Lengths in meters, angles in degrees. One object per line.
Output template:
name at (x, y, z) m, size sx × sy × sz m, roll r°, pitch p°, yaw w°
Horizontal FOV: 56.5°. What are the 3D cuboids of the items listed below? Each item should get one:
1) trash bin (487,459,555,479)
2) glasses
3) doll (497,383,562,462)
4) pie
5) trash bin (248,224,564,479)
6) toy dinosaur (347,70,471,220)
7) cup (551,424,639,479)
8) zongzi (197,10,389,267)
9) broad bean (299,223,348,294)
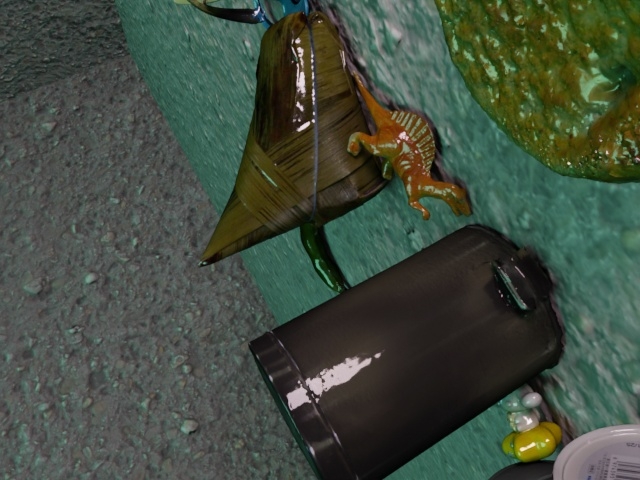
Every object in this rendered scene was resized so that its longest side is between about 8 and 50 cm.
trash bin at (0.287, 0.385, 0.711) m, size 0.236 × 0.177 × 0.101 m, roll 60°, pitch 164°, yaw 0°
glasses at (-0.122, -0.373, 0.860) m, size 0.239 × 0.207 × 0.102 m, roll -171°, pitch 92°, yaw -69°
doll at (0.257, 0.214, 0.743) m, size 0.135 × 0.072 × 0.113 m, roll 75°, pitch 178°, yaw -54°
pie at (0.163, -0.161, 0.387) m, size 0.276 × 0.079 × 0.277 m, roll 59°, pitch 167°, yaw 22°
trash bin at (0.094, 0.134, 0.692) m, size 0.202 × 0.302 × 0.252 m, roll 59°, pitch 167°, yaw 13°
toy dinosaur at (0.097, -0.118, 0.733) m, size 0.142 × 0.057 × 0.211 m, roll -3°, pitch 114°, yaw 61°
cup at (0.304, 0.291, 0.558) m, size 0.241 × 0.186 × 0.226 m, roll -66°, pitch -38°, yaw -69°
zongzi at (-0.076, -0.130, 0.806) m, size 0.138 × 0.300 × 0.285 m, roll 24°, pitch 139°, yaw 66°
broad bean at (0.000, 0.000, 1.261) m, size 0.144 × 0.049 × 0.291 m, roll 25°, pitch 141°, yaw 57°
